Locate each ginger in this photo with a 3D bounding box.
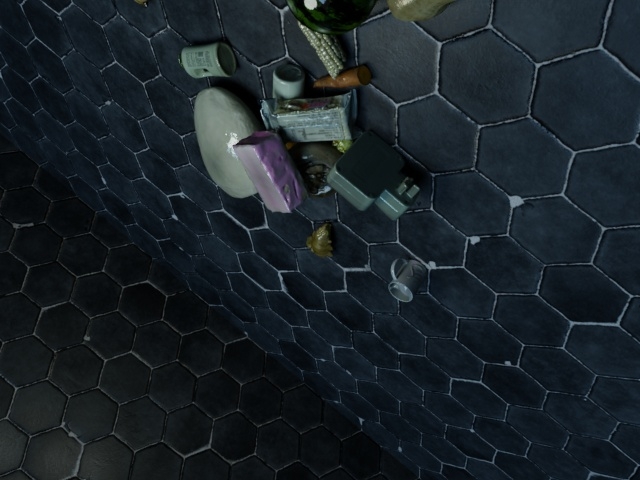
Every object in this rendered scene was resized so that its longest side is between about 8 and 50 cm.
[{"bbox_3d":[0.006,0.013,2.322,0.115,0.081,0.205,70,157,12],"label":"ginger"}]

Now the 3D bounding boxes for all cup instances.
[{"bbox_3d":[0.318,0.134,2.112,0.099,0.133,0.136,17,140,31],"label":"cup"}]

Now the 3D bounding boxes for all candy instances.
[{"bbox_3d":[-0.336,-0.349,2.104,0.386,0.186,0.427,16,129,49],"label":"candy"},{"bbox_3d":[-0.155,-0.222,1.865,0.155,0.116,0.265,8,133,51],"label":"candy"}]

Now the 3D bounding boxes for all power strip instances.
[{"bbox_3d":[0.184,-0.196,1.773,0.261,0.229,0.141,41,145,0],"label":"power strip"}]

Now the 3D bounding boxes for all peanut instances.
[{"bbox_3d":[0.269,-0.592,1.338,0.253,0.137,0.122,-11,77,49],"label":"peanut"}]

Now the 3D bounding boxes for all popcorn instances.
[{"bbox_3d":[0.078,-0.314,1.894,0.068,0.060,0.083,8,143,38],"label":"popcorn"}]

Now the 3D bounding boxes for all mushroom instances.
[{"bbox_3d":[-0.020,-0.232,1.956,0.226,0.178,0.227,-1,142,-1],"label":"mushroom"}]

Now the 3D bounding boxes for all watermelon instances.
[{"bbox_3d":[0.027,-0.635,1.407,0.268,0.269,0.269,25,144,20],"label":"watermelon"}]

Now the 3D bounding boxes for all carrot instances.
[{"bbox_3d":[0.052,-0.484,1.738,0.224,0.057,0.057,7,135,46],"label":"carrot"}]

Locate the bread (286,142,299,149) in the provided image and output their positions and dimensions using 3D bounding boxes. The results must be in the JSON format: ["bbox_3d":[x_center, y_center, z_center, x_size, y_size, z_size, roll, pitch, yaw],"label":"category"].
[{"bbox_3d":[-0.117,-0.296,2.103,0.103,0.065,0.187,43,148,-14],"label":"bread"}]

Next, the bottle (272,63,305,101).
[{"bbox_3d":[-0.105,-0.443,1.880,0.104,0.104,0.245,28,144,16],"label":"bottle"}]

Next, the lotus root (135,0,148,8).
[{"bbox_3d":[-0.627,-0.856,1.942,0.152,0.063,0.072,55,171,-32],"label":"lotus root"}]

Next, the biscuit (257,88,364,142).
[{"bbox_3d":[-0.030,-0.379,1.802,0.308,0.079,0.186,-2,140,14],"label":"biscuit"}]

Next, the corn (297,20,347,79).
[{"bbox_3d":[0.015,-0.569,1.645,0.087,0.087,0.211,-8,127,48],"label":"corn"}]

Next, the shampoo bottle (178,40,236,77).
[{"bbox_3d":[-0.400,-0.615,1.980,0.234,0.087,0.118,10,136,37],"label":"shampoo bottle"}]
